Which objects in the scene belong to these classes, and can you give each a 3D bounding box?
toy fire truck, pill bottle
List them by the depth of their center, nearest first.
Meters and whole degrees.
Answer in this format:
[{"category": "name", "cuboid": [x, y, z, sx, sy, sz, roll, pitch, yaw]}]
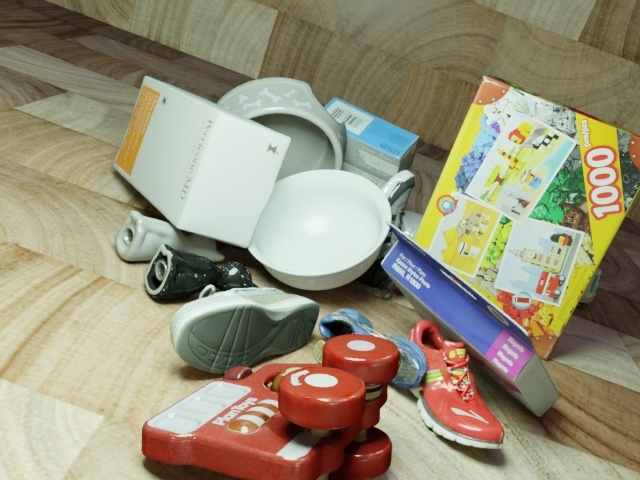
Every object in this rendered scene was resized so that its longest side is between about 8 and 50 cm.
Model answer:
[{"category": "toy fire truck", "cuboid": [-0.045, 0.217, 0.894, 0.253, 0.170, 0.302, 8, 14, 22]}, {"category": "pill bottle", "cuboid": [0.275, 0.005, 1.839, 0.120, 0.067, 0.067, 24, 20, 9]}]

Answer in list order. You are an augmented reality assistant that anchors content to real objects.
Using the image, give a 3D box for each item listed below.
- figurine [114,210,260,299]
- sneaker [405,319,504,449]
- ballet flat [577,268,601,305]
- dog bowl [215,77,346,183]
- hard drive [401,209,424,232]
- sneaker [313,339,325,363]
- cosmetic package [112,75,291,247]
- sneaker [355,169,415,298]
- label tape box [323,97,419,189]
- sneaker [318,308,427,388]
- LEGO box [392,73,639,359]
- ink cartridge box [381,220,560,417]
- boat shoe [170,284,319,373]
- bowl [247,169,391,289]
[{"category": "figurine", "cuboid": [-0.238, 0.034, 1.273, 0.209, 0.092, 0.215, 12, 20, -44]}, {"category": "sneaker", "cuboid": [0.209, 0.226, 1.142, 0.107, 0.118, 0.279, 8, 23, -27]}, {"category": "ballet flat", "cuboid": [0.652, 0.037, 2.029, 0.146, 0.147, 0.409, 5, 24, -35]}, {"category": "dog bowl", "cuboid": [-0.103, -0.206, 1.653, 0.348, 0.349, 0.102, 14, 40, -18]}, {"category": "hard drive", "cuboid": [0.369, -0.002, 1.989, 0.307, 0.040, 0.203, 18, 20, -6]}, {"category": "sneaker", "cuboid": [0.019, 0.199, 1.167, 0.037, 0.032, 0.083, 24, 16, -41]}, {"category": "cosmetic package", "cuboid": [-0.265, -0.177, 1.444, 0.161, 0.230, 0.453, 17, 9, -36]}, {"category": "sneaker", "cuboid": [0.162, -0.007, 1.495, 0.153, 0.269, 0.101, 34, 11, 19]}, {"category": "label tape box", "cuboid": [0.098, -0.171, 1.845, 0.249, 0.348, 0.115, 28, 51, 16]}, {"category": "sneaker", "cuboid": [0.081, 0.186, 1.176, 0.221, 0.083, 0.087, 24, 11, 36]}, {"category": "LEGO box", "cuboid": [0.432, -0.058, 1.526, 0.372, 0.501, 0.193, 24, 20, 11]}, {"category": "ink cartridge box", "cuboid": [0.250, 0.144, 1.222, 0.324, 0.071, 0.330, 42, -2, 38]}, {"category": "boat shoe", "cuboid": [-0.124, 0.126, 1.097, 0.103, 0.118, 0.320, 26, 16, 30]}, {"category": "bowl", "cuboid": [0.000, 0.000, 1.414, 0.297, 0.134, 0.298, -6, 46, 6]}]
